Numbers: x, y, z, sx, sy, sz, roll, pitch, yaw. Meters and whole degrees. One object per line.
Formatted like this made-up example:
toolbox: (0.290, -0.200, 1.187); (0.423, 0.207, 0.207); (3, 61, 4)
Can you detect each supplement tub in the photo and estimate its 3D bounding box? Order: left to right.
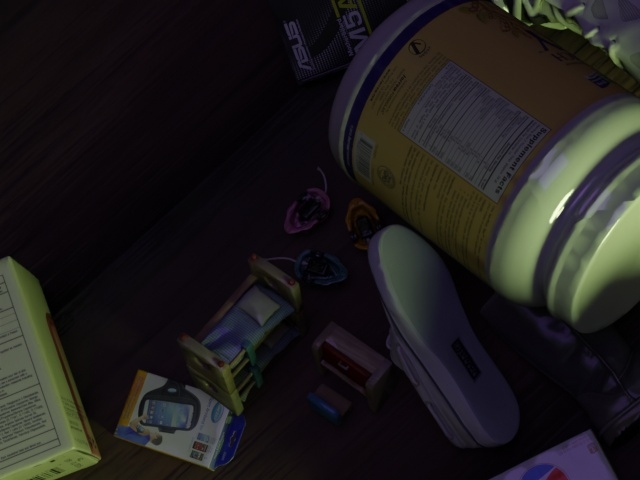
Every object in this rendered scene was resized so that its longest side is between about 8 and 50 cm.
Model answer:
supplement tub: (0.198, -0.083, 1.503); (0.331, 0.241, 0.241); (39, 85, 28)

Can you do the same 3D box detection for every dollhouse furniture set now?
dollhouse furniture set: (-0.034, 0.131, 1.573); (0.183, 0.129, 0.129); (33, 70, 20)

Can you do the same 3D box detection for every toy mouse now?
toy mouse: (0.000, 0.000, 1.671); (0.143, 0.031, 0.161); (-26, 69, 4)

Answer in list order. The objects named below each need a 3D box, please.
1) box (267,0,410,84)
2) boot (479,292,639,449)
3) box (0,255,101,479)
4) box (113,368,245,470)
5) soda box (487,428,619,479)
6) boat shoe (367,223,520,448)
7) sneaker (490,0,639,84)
box: (0.028, -0.299, 1.706); (0.184, 0.045, 0.191); (-19, 101, 5)
boot: (0.300, 0.091, 1.561); (0.189, 0.076, 0.208); (-37, 62, -2)
box: (-0.359, 0.159, 1.640); (0.148, 0.127, 0.232); (-22, 75, 0)
box: (-0.154, 0.202, 1.648); (0.136, 0.028, 0.081); (15, 77, 19)
soda box: (0.201, 0.276, 1.520); (0.216, 0.069, 0.074); (-27, 69, 3)
boat shoe: (0.108, 0.108, 1.537); (0.084, 0.095, 0.258); (-23, 96, 46)
sneaker: (0.285, -0.244, 1.634); (0.257, 0.169, 0.448); (-23, 61, 15)
